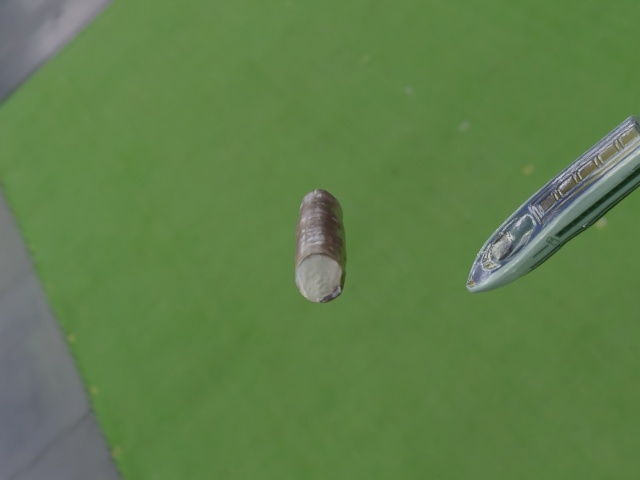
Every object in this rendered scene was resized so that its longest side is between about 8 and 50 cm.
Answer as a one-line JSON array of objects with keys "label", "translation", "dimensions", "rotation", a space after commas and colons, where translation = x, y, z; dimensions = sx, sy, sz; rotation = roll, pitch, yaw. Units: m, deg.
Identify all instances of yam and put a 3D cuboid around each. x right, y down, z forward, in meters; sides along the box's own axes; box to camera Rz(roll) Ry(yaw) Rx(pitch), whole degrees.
[{"label": "yam", "translation": [0.000, 0.000, 1.622], "dimensions": [0.046, 0.046, 0.264], "rotation": [-39, 10, 9]}]

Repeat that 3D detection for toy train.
[{"label": "toy train", "translation": [0.231, -0.026, 1.856], "dimensions": [0.252, 0.048, 0.055], "rotation": [-41, 60, 23]}]
